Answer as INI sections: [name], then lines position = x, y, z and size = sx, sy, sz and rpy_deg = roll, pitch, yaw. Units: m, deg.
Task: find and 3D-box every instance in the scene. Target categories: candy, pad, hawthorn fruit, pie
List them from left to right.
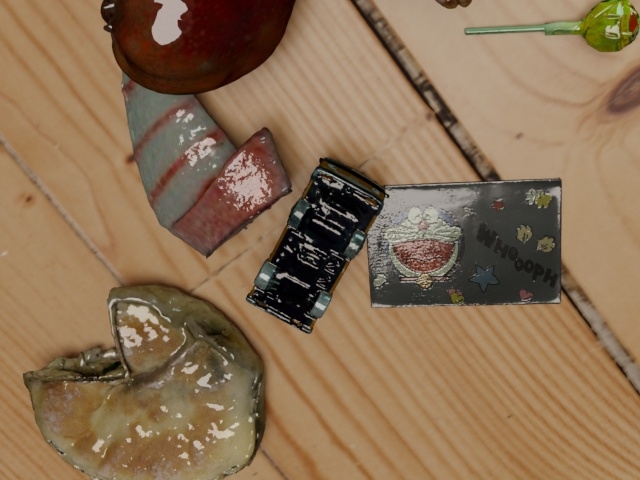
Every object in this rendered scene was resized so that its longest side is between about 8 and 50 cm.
[pie]
position = -0.231, 0.221, 1.178
size = 0.337, 0.075, 0.338
rpy_deg = 1, 111, 3
[hawthorn fruit]
position = -0.121, -0.276, 0.944
size = 0.248, 0.208, 0.208
rpy_deg = -19, 106, -11
[pad]
position = 0.180, 0.005, 1.086
size = 0.245, 0.006, 0.170
rpy_deg = -1, 107, 9
[candy]
position = 0.262, -0.243, 0.977
size = 0.193, 0.062, 0.058
rpy_deg = 2, 153, 16

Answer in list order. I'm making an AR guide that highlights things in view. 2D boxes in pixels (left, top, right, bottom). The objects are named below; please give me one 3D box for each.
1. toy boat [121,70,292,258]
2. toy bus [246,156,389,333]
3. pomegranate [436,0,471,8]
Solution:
[toy boat]
position = -0.173, -0.128, 1.058
size = 0.206, 0.096, 0.282
rpy_deg = -35, 91, 31
[toy bus]
position = 0.000, 0.000, 1.051
size = 0.098, 0.114, 0.201
rpy_deg = 28, 115, -1
[pomegranate]
position = 0.094, -0.336, 0.864
size = 0.214, 0.214, 0.248
rpy_deg = -30, 70, 16
